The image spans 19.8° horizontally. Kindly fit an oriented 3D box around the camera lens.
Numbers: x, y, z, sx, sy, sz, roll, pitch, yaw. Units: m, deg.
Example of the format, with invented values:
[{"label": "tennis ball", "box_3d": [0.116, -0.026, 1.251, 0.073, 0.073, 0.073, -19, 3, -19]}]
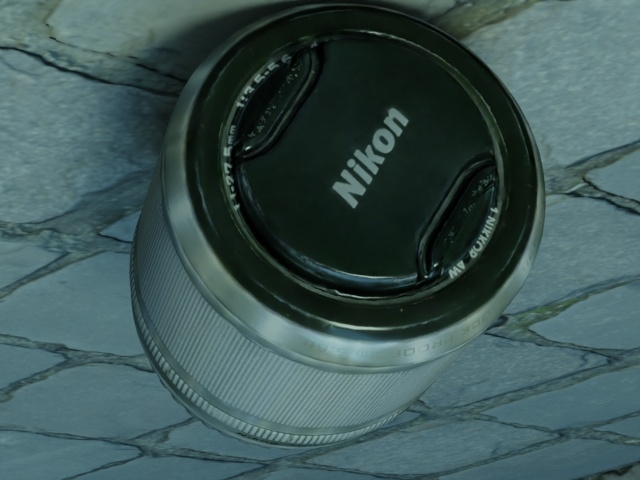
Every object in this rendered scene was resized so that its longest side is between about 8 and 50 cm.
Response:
[{"label": "camera lens", "box_3d": [0.000, 0.000, 1.114, 0.219, 0.219, 0.274, -2, 161, -13]}]
